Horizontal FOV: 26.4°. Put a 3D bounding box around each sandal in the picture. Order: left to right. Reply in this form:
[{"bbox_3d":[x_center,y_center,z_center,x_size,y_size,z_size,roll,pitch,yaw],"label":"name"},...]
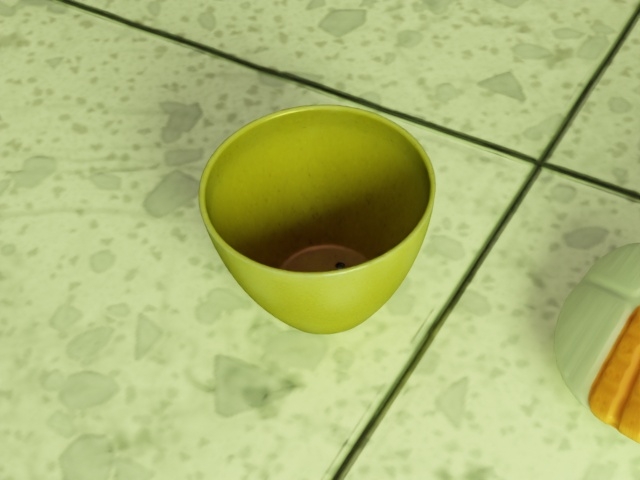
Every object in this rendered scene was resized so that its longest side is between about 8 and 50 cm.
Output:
[{"bbox_3d":[0.230,0.098,0.708,0.102,0.076,0.265,-49,46,-3],"label":"sandal"}]

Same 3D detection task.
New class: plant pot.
[{"bbox_3d":[0.000,0.000,0.802,0.134,0.095,0.134,-2,48,2],"label":"plant pot"}]
